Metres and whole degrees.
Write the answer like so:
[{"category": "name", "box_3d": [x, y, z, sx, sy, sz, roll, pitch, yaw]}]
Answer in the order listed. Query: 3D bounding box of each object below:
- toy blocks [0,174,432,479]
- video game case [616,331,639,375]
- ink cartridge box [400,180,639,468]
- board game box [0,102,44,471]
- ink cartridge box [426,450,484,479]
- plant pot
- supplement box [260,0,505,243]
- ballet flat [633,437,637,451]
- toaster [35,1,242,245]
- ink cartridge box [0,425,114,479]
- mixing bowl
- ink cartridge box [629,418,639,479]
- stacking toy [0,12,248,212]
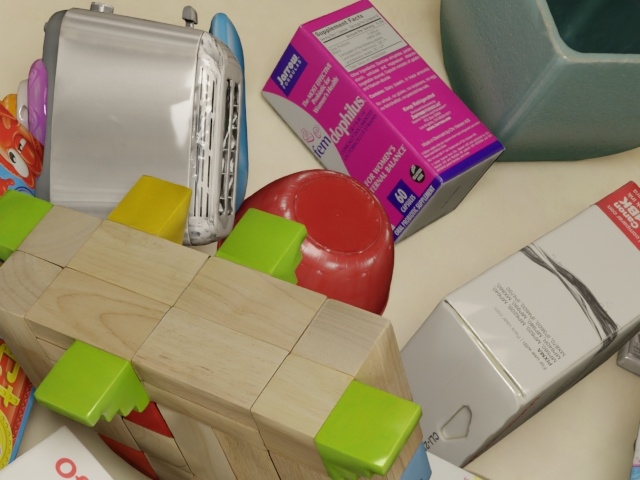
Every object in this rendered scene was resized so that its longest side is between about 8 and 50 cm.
[{"category": "toy blocks", "box_3d": [-0.072, 0.127, 0.918, 0.381, 0.261, 0.191, 18, 57, 29]}, {"category": "video game case", "box_3d": [0.418, 0.101, 1.341, 0.190, 0.022, 0.173, 25, 53, -6]}, {"category": "ink cartridge box", "box_3d": [0.197, 0.086, 1.148, 0.273, 0.197, 0.114, -29, 72, -35]}, {"category": "board game box", "box_3d": [-0.327, 0.005, 0.939, 0.302, 0.086, 0.308, 50, 39, -43]}, {"category": "ink cartridge box", "box_3d": [0.082, 0.265, 1.028, 0.176, 0.128, 0.127, 27, 53, -4]}, {"category": "plant pot", "box_3d": [0.263, -0.210, 1.330, 0.248, 0.252, 0.247, -2, 60, -24]}, {"category": "supplement box", "box_3d": [0.061, -0.125, 1.275, 0.114, 0.111, 0.220, -29, 73, -40]}, {"category": "ballet flat", "box_3d": [0.407, 0.200, 1.247, 0.213, 0.072, 0.068, -4, 32, -27]}, {"category": "toaster", "box_3d": [-0.145, -0.078, 1.008, 0.146, 0.129, 0.227, 4, 91, 6]}, {"category": "ink cartridge box", "box_3d": [-0.224, 0.284, 0.862, 0.232, 0.168, 0.171, -35, 76, -35]}, {"category": "mixing bowl", "box_3d": [0.000, 0.000, 1.184, 0.181, 0.098, 0.181, 10, 56, -16]}, {"category": "ink cartridge box", "box_3d": [0.374, 0.235, 1.073, 0.226, 0.131, 0.306, 32, 63, -39]}, {"category": "stacking toy", "box_3d": [-0.221, -0.112, 1.151, 0.302, 0.175, 0.166, -1, 64, -7]}]
